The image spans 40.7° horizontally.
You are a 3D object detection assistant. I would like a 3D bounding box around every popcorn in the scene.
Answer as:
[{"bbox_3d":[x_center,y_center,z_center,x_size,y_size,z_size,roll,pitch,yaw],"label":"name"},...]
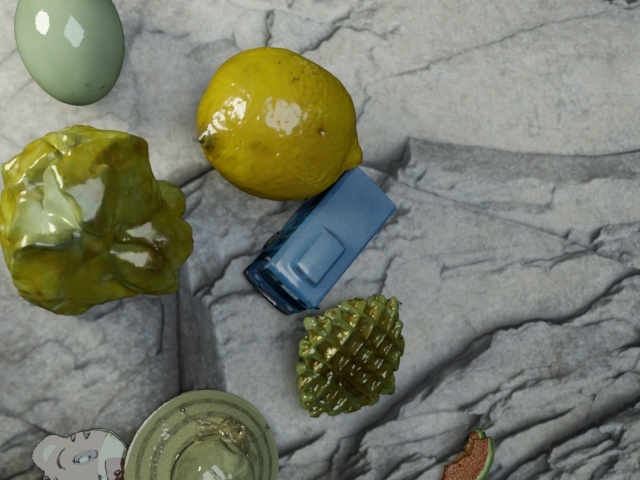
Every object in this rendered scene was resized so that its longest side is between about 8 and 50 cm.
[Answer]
[{"bbox_3d":[-0.306,-0.030,1.187,0.276,0.225,0.276,-11,131,-13],"label":"popcorn"}]

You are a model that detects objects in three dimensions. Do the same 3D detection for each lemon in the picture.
[{"bbox_3d":[-0.060,-0.170,1.303,0.253,0.228,0.228,23,76,-27],"label":"lemon"}]

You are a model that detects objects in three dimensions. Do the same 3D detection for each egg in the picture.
[{"bbox_3d":[-0.356,-0.288,1.230,0.149,0.149,0.192,-10,92,-24],"label":"egg"}]

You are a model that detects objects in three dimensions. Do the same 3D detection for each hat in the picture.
[{"bbox_3d":[-0.156,0.348,1.265,0.252,0.110,0.252,2,87,-27],"label":"hat"}]

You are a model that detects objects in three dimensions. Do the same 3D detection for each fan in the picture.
[{"bbox_3d":[-0.298,0.339,1.268,0.226,0.008,0.153,-10,89,-24],"label":"fan"}]

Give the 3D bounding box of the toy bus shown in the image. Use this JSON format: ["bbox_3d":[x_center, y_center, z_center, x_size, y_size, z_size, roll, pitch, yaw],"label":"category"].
[{"bbox_3d":[0.000,0.000,1.361,0.116,0.133,0.234,45,70,-14],"label":"toy bus"}]

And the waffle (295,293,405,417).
[{"bbox_3d":[0.049,0.185,1.367,0.214,0.054,0.208,-13,121,-33],"label":"waffle"}]

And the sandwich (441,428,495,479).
[{"bbox_3d":[0.252,0.389,1.486,0.135,0.029,0.067,-40,95,-20],"label":"sandwich"}]
